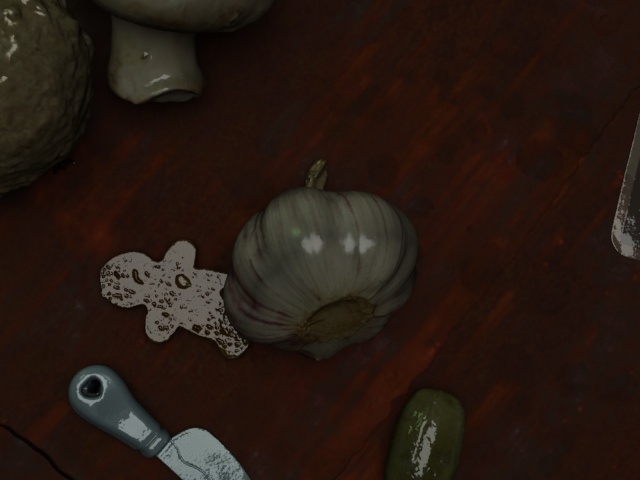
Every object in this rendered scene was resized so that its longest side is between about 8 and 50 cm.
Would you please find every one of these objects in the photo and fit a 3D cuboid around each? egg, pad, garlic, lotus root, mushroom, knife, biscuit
[{"bbox_3d":[-0.396,-0.180,1.346,0.279,0.279,0.310,44,115,-1],"label":"egg"},{"bbox_3d":[0.492,-0.090,1.555,0.176,0.002,0.266,15,85,-4],"label":"pad"},{"bbox_3d":[0.000,0.000,1.429,0.245,0.245,0.253,-7,52,-5],"label":"garlic"},{"bbox_3d":[0.126,0.275,1.463,0.090,0.077,0.183,21,83,-2],"label":"lotus root"},{"bbox_3d":[-0.202,-0.310,1.395,0.298,0.297,0.290,16,111,-3],"label":"mushroom"},{"bbox_3d":[-0.172,0.265,1.465,0.331,0.044,0.080,39,77,-7],"label":"knife"},{"bbox_3d":[-0.177,0.066,1.477,0.205,0.031,0.138,14,81,-5],"label":"biscuit"}]
